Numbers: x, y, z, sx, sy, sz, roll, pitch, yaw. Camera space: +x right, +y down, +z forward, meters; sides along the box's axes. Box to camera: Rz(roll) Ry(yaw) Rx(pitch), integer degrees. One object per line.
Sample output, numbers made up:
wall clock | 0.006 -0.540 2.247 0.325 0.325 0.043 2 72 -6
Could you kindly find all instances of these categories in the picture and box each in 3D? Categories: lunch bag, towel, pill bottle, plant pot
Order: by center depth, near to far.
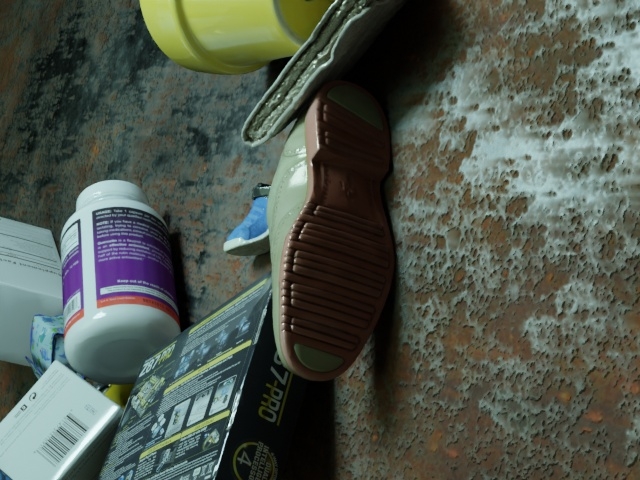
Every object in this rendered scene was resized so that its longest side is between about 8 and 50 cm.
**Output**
towel | 0.019 -0.241 1.468 0.282 0.049 0.187 -48 -4 40
plant pot | -0.087 -0.356 1.619 0.239 0.254 0.254 14 88 45
pill bottle | -0.327 0.060 1.863 0.181 0.181 0.323 -49 38 36
lunch bag | -0.494 0.225 2.157 0.129 0.096 0.151 27 114 57

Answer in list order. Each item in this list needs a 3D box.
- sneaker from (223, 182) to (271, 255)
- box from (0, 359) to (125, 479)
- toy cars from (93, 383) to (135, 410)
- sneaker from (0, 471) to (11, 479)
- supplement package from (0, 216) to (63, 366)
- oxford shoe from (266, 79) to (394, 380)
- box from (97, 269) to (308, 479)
sneaker | -0.083 -0.034 1.620 0.152 0.058 0.084 -27 60 47
box | -0.383 0.310 1.739 0.182 0.119 0.181 25 67 40
toy cars | -0.363 0.396 1.803 0.176 0.087 0.393 -9 49 20
sneaker | -0.608 0.484 2.261 0.209 0.069 0.082 -42 75 30
supplement package | -0.642 0.100 2.368 0.177 0.175 0.293 -61 33 19
oxford shoe | 0.000 0.000 1.410 0.146 0.140 0.397 -37 36 51
box | -0.162 0.243 1.509 0.395 0.097 0.318 -35 32 47
